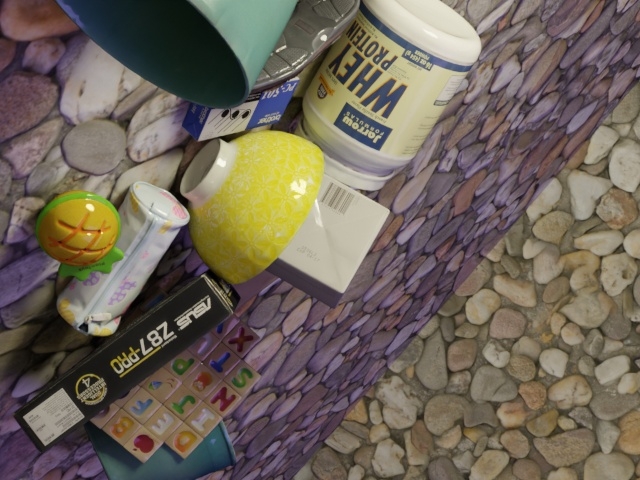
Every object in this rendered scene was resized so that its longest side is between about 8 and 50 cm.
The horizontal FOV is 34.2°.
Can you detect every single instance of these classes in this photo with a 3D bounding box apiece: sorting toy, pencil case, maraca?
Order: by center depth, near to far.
[{"bbox_3d":[-0.367,-0.004,1.599,0.127,0.099,0.185,-15,139,-8],"label":"maraca"},{"bbox_3d":[-0.331,0.033,1.733,0.273,0.113,0.124,-54,-179,15],"label":"pencil case"},{"bbox_3d":[-0.158,0.080,2.252,0.348,0.047,0.196,-37,164,-18],"label":"sorting toy"}]

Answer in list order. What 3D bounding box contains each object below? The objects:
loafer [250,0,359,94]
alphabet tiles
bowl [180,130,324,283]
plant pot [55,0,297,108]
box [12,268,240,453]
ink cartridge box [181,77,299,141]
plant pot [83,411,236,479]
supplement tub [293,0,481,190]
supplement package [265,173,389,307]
[{"bbox_3d":[-0.052,-0.305,1.686,0.302,0.109,0.095,-40,163,-26],"label":"loafer"},{"bbox_3d":[-0.295,0.265,2.056,0.342,0.285,0.011,-47,-163,-2],"label":"alphabet tiles"},{"bbox_3d":[-0.145,-0.085,1.779,0.156,0.289,0.289,33,102,-26],"label":"bowl"},{"bbox_3d":[-0.145,-0.336,1.214,0.235,0.293,0.293,-57,163,-17],"label":"plant pot"},{"bbox_3d":[-0.328,0.197,1.843,0.395,0.097,0.318,-37,-176,-1],"label":"box"},{"bbox_3d":[-0.131,-0.232,1.741,0.207,0.046,0.097,-22,149,-49],"label":"ink cartridge box"},{"bbox_3d":[-0.351,0.408,2.199,0.255,0.271,0.271,-25,153,-17],"label":"plant pot"},{"bbox_3d":[0.112,-0.276,1.862,0.235,0.235,0.324,-15,142,-55],"label":"supplement tub"},{"bbox_3d":[0.000,0.000,1.939,0.175,0.178,0.293,-61,178,-9],"label":"supplement package"}]
